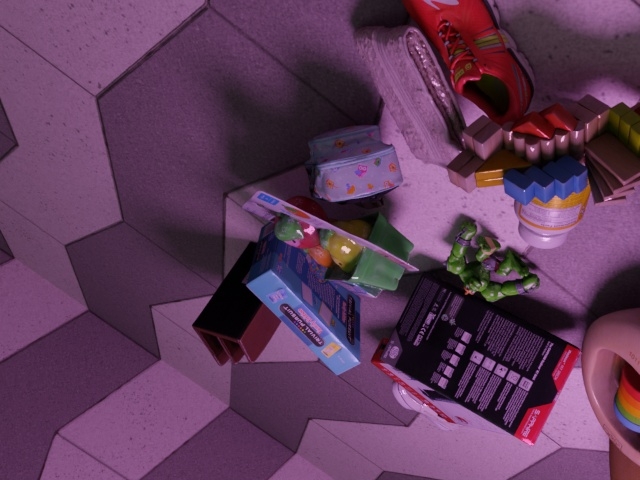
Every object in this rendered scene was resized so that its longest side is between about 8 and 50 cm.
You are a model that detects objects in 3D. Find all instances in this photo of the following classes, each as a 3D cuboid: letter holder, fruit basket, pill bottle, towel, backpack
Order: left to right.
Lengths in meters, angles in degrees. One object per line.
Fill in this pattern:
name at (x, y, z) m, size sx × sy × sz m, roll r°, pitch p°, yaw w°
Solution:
letter holder at (-0.174, 0.194, 1.640) m, size 0.152 × 0.302 × 0.214 m, roll 11°, pitch 141°, yaw 27°
fruit basket at (0.000, 0.000, 1.289) m, size 0.353 × 0.165 × 0.327 m, roll 20°, pitch 173°, yaw -12°
backpack at (0.061, -0.139, 1.116) m, size 0.188 × 0.165 × 0.144 m, roll -130°, pitch 28°, yaw -69°
towel at (0.160, -0.228, 1.000) m, size 0.282 × 0.049 × 0.187 m, roll 55°, pitch 172°, yaw -28°
pill bottle at (0.390, -0.085, 1.010) m, size 0.117 × 0.118 × 0.208 m, roll 16°, pitch 143°, yaw 22°

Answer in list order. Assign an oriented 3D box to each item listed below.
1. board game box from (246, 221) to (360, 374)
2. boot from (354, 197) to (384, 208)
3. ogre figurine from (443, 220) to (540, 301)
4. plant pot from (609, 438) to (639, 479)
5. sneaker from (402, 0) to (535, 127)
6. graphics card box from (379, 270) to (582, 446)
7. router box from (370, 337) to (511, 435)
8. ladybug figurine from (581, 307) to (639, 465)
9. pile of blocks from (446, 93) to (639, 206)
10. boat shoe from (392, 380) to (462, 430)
board game box at (-0.029, 0.130, 1.486) m, size 0.079 × 0.254 × 0.336 m, roll -32°, pitch 114°, yaw 21°
boot at (0.090, -0.116, 1.282) m, size 0.087 × 0.042 × 0.118 m, roll 5°, pitch 139°, yaw 25°
ogre figurine at (0.346, 0.058, 1.254) m, size 0.197 × 0.097 × 0.118 m, roll 25°, pitch 130°, yaw -17°
plant pot at (0.788, 0.584, 1.421) m, size 0.237 × 0.254 × 0.237 m, roll 22°, pitch 145°, yaw 16°
sneaker at (0.221, -0.282, 0.892) m, size 0.279 × 0.118 × 0.107 m, roll 42°, pitch 143°, yaw -16°
graphics card box at (0.346, 0.251, 1.333) m, size 0.371 × 0.233 × 0.094 m, roll 26°, pitch -176°, yaw 18°
router box at (0.347, 0.384, 1.595) m, size 0.335 × 0.082 × 0.301 m, roll 40°, pitch 156°, yaw -19°
ladybug figurine at (0.659, 0.289, 1.177) m, size 0.305 × 0.162 × 0.449 m, roll 58°, pitch 170°, yaw 40°
pile of blocks at (0.357, -0.133, 0.840) m, size 0.362 × 0.149 × 0.113 m, roll -11°, pitch 146°, yaw 16°
boat shoe at (0.332, 0.487, 1.801) m, size 0.267 × 0.096 × 0.088 m, roll 41°, pitch 141°, yaw -15°
